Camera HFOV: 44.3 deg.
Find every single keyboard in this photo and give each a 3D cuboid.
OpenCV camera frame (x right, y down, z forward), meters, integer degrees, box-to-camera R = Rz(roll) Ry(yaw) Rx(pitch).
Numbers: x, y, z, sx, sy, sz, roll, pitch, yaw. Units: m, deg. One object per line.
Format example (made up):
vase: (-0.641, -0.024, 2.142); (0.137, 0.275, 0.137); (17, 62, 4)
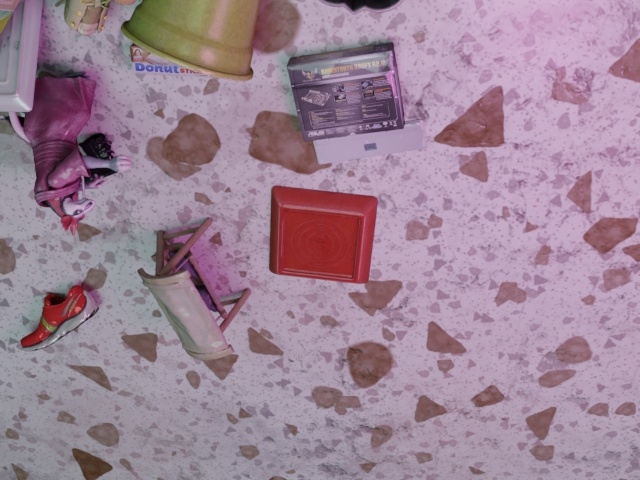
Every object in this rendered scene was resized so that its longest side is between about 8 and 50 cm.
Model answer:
keyboard: (0.112, -0.223, 1.796); (0.256, 0.014, 0.072); (-7, 127, 12)

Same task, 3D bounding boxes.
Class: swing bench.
swing bench: (-0.313, 0.126, 1.932); (0.165, 0.254, 0.253); (-15, 119, 16)

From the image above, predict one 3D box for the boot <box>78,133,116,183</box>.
boot: (-0.543, -0.194, 1.882); (0.121, 0.045, 0.099); (-20, 118, 15)

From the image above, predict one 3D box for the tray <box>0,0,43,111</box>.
tray: (-0.673, -0.407, 1.670); (0.145, 0.030, 0.270); (2, 82, 6)

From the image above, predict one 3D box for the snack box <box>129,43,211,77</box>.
snack box: (-0.328, -0.396, 1.734); (0.178, 0.022, 0.064); (4, 124, 5)

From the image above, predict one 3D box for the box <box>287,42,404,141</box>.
box: (0.057, -0.320, 1.713); (0.231, 0.056, 0.183); (-7, 121, 11)

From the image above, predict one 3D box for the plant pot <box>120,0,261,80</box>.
plant pot: (-0.221, -0.487, 1.542); (0.276, 0.276, 0.254); (21, 111, -6)

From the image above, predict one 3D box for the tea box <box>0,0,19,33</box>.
tea box: (-0.829, -0.484, 1.556); (0.329, 0.220, 0.323); (50, 118, 11)

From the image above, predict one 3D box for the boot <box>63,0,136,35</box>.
boot: (-0.438, -0.489, 1.568); (0.095, 0.262, 0.203); (0, 134, -38)

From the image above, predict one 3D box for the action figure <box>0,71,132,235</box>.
action figure: (-0.573, -0.190, 1.698); (0.276, 0.370, 0.248); (3, 156, -30)

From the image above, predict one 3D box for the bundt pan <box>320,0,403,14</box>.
bundt pan: (0.085, -0.602, 1.471); (0.331, 0.124, 0.331); (-1, 120, -2)

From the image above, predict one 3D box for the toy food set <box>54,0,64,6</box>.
toy food set: (-0.582, -0.555, 1.656); (0.078, 0.019, 0.122); (-32, 130, 18)

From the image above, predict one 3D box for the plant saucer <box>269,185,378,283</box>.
plant saucer: (0.000, 0.000, 1.934); (0.259, 0.047, 0.258); (7, 123, 4)

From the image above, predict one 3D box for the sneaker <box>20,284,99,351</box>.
sneaker: (-0.725, 0.207, 2.152); (0.279, 0.107, 0.118); (-32, 95, 21)
